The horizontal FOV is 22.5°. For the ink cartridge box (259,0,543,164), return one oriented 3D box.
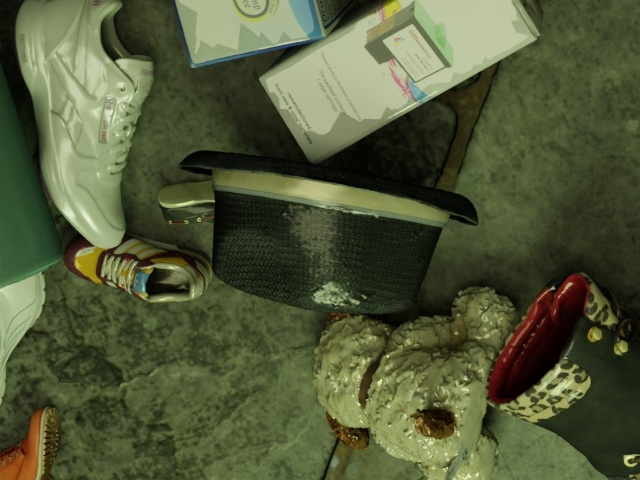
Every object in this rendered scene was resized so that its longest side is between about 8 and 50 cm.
[{"bbox_3d":[0.093,-0.215,1.753,0.278,0.201,0.117,-29,100,15],"label":"ink cartridge box"}]

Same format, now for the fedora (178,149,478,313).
[{"bbox_3d":[0.000,0.000,1.765,0.334,0.334,0.152,10,89,6],"label":"fedora"}]

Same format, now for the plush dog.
[{"bbox_3d":[0.088,0.171,1.891,0.225,0.210,0.262,18,108,31],"label":"plush dog"}]

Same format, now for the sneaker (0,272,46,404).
[{"bbox_3d":[-0.420,0.122,1.969,0.111,0.129,0.297,19,107,6],"label":"sneaker"}]

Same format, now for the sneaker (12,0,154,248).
[{"bbox_3d":[-0.258,-0.139,1.873,0.152,0.114,0.305,-9,103,11],"label":"sneaker"}]

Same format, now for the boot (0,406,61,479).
[{"bbox_3d":[-0.379,0.276,2.046,0.085,0.059,0.158,17,109,9],"label":"boot"}]

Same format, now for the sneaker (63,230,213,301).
[{"bbox_3d":[-0.225,0.033,1.935,0.185,0.084,0.069,6,107,7],"label":"sneaker"}]

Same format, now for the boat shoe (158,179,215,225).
[{"bbox_3d":[-0.125,-0.046,1.921,0.133,0.049,0.042,-6,133,4],"label":"boat shoe"}]

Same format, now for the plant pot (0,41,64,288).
[{"bbox_3d":[-0.464,-0.081,1.783,0.341,0.341,0.334,-21,94,14],"label":"plant pot"}]

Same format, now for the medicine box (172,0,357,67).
[{"bbox_3d":[-0.075,-0.344,1.695,0.149,0.289,0.263,-12,104,12],"label":"medicine box"}]

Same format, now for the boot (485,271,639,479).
[{"bbox_3d":[0.391,0.118,1.798,0.284,0.138,0.377,29,117,-24],"label":"boot"}]
